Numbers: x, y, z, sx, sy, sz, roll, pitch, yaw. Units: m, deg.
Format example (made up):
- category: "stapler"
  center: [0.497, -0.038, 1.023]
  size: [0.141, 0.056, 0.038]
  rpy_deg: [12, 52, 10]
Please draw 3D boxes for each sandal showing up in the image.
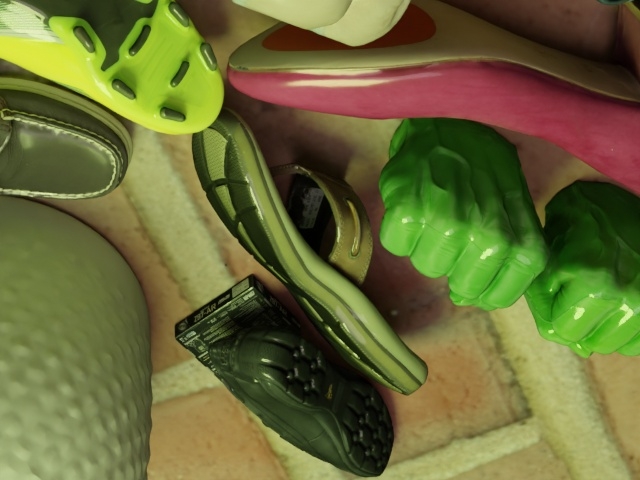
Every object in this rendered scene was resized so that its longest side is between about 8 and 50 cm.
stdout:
- category: "sandal"
  center: [0.000, 0.000, 1.427]
  size: [0.086, 0.120, 0.303]
  rpy_deg: [-45, 124, -8]

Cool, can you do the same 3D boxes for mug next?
- category: "mug"
  center: [-0.274, 0.206, 1.395]
  size: [0.276, 0.328, 0.374]
  rpy_deg: [8, 124, -11]

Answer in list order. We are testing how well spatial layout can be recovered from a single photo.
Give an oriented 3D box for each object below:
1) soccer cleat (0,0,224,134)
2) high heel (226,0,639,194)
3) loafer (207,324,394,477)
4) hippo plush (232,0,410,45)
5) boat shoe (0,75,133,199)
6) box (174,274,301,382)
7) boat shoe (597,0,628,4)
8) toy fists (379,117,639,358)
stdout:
- category: "soccer cleat"
  center: [-0.200, -0.160, 1.292]
  size: [0.289, 0.093, 0.121]
  rpy_deg: [26, 164, -20]
- category: "high heel"
  center: [0.120, -0.083, 1.352]
  size: [0.377, 0.127, 0.181]
  rpy_deg: [-3, 122, -5]
- category: "loafer"
  center: [-0.011, 0.133, 1.525]
  size: [0.078, 0.076, 0.223]
  rpy_deg: [3, 153, 36]
- category: "hippo plush"
  center: [-0.034, -0.271, 1.171]
  size: [0.234, 0.294, 0.237]
  rpy_deg: [17, 98, -30]
- category: "boat shoe"
  center: [-0.280, -0.069, 1.341]
  size: [0.285, 0.092, 0.103]
  rpy_deg: [14, 125, -14]
- category: "box"
  center: [-0.068, 0.074, 1.513]
  size: [0.083, 0.018, 0.067]
  rpy_deg: [-34, 122, 18]
- category: "boat shoe"
  center: [0.301, -0.230, 1.290]
  size: [0.258, 0.089, 0.109]
  rpy_deg: [-31, 123, 16]
- category: "toy fists"
  center: [0.167, 0.008, 1.414]
  size: [0.279, 0.142, 0.096]
  rpy_deg: [24, 120, -21]
